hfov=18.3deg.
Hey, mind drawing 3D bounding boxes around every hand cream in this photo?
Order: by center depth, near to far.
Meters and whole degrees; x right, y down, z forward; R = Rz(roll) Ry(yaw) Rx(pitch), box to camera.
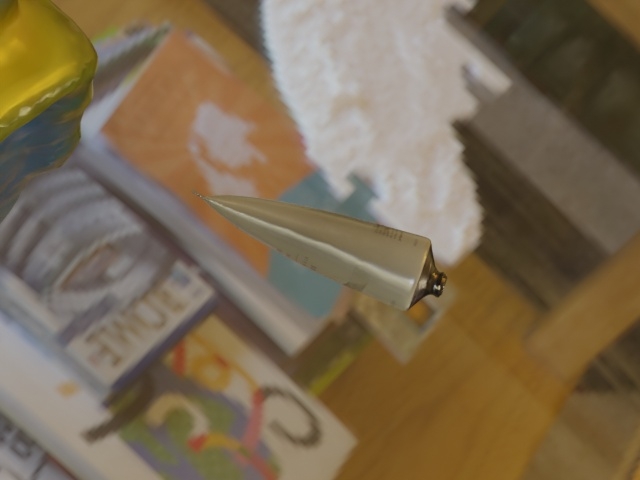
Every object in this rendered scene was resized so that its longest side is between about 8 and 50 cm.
[{"bbox_3d":[0.000,0.000,1.398,0.186,0.054,0.087,20,-1,3],"label":"hand cream"}]

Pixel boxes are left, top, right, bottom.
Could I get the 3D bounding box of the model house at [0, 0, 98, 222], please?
[{"bbox_3d":[-0.233,-0.063,0.791,0.237,0.303,0.215,47,39,3],"label":"model house"}]
